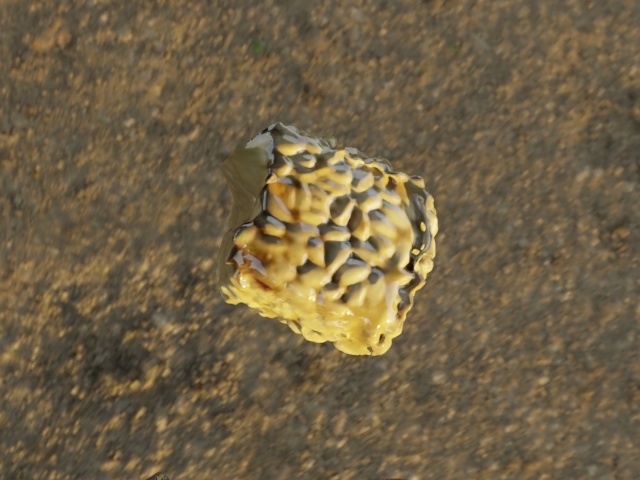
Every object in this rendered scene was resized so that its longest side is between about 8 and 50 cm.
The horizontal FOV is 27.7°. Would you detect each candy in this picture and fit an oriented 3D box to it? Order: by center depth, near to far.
[{"bbox_3d":[0.000,0.000,0.608,0.110,0.085,0.095,18,81,-8],"label":"candy"}]

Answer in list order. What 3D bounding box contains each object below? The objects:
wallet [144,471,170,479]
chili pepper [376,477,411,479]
[{"bbox_3d":[-0.343,0.483,1.692,0.062,0.406,0.228,41,28,-34],"label":"wallet"},{"bbox_3d":[0.173,0.367,1.423,0.092,0.137,0.368,-26,53,-20],"label":"chili pepper"}]
